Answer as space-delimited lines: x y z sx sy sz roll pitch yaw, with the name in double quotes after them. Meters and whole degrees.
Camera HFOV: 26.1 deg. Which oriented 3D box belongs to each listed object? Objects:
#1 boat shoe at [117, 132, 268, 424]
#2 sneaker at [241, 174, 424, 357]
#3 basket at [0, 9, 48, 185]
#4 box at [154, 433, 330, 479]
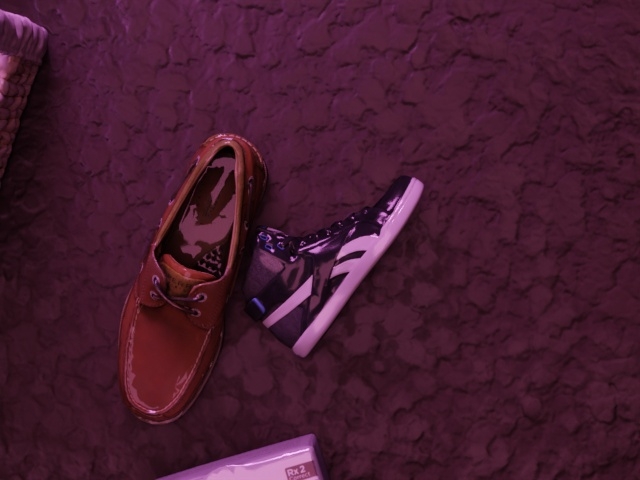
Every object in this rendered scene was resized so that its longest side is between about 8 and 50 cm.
-0.140 0.038 1.390 0.111 0.104 0.307 15 89 3 "boat shoe"
0.000 0.000 1.398 0.121 0.079 0.217 36 91 2 "sneaker"
-0.470 -0.133 1.304 0.331 0.328 0.266 14 93 2 "basket"
-0.066 0.305 1.371 0.181 0.119 0.182 -16 87 2 "box"
